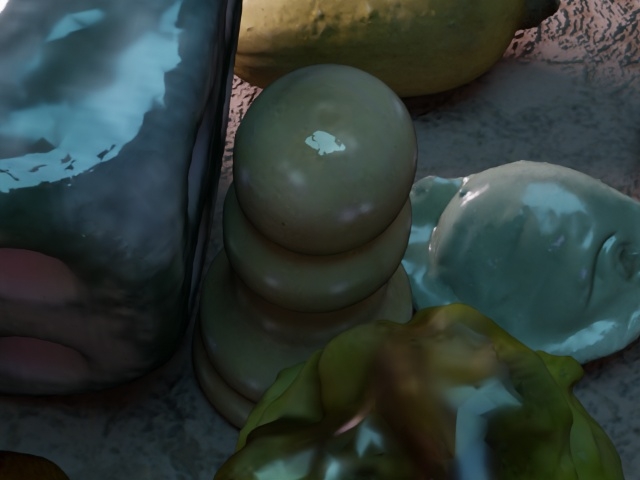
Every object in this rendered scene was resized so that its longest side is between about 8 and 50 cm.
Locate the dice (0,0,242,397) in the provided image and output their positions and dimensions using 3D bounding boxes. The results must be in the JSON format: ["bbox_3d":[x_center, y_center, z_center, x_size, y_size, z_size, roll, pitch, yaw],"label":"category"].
[{"bbox_3d":[-0.230,-0.097,1.338,0.330,0.348,0.328,8,65,1],"label":"dice"}]

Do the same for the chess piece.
[{"bbox_3d":[0.000,0.000,1.332,0.167,0.299,0.167,3,57,-5],"label":"chess piece"}]

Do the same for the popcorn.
[{"bbox_3d":[0.053,0.186,1.228,0.312,0.312,0.312,2,56,-4],"label":"popcorn"}]

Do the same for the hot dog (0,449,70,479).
[{"bbox_3d":[-0.302,0.151,1.263,0.326,0.107,0.194,2,34,-28],"label":"hot dog"}]

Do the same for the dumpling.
[{"bbox_3d":[0.160,0.016,1.467,0.219,0.152,0.108,11,13,15],"label":"dumpling"}]

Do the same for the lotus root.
[{"bbox_3d":[0.044,-0.187,1.555,0.303,0.146,0.131,-6,24,-5],"label":"lotus root"}]
